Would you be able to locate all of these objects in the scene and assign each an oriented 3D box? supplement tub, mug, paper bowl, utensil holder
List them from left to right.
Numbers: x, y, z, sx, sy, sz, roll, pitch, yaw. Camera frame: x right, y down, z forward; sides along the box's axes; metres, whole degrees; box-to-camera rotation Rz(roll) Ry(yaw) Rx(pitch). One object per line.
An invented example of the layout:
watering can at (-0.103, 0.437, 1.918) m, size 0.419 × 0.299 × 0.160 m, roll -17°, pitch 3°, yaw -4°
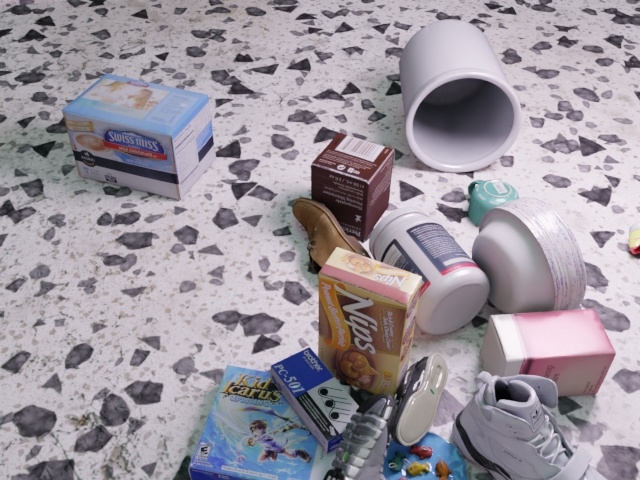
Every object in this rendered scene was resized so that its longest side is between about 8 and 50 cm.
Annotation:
supplement tub at (0.248, 0.067, 1.619) m, size 0.191 × 0.191 × 0.272 m, roll -17°, pitch 46°, yaw -18°
utensil holder at (0.404, -0.448, 2.086) m, size 0.327 × 0.328 × 0.386 m, roll 1°, pitch 41°, yaw 0°
mug at (0.460, -0.109, 1.882) m, size 0.157 × 0.097 × 0.129 m, roll 23°, pitch 47°, yaw 21°
paper bowl at (0.452, 0.055, 1.567) m, size 0.148 × 0.284 × 0.284 m, roll -19°, pitch 46°, yaw -15°

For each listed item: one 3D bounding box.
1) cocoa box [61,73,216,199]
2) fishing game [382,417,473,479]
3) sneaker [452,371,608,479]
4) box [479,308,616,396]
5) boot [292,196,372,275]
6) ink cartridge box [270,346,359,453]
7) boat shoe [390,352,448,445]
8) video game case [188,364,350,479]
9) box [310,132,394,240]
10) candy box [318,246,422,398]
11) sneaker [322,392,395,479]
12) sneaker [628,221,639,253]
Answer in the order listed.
cocoa box at (-0.509, -0.302, 1.979) m, size 0.346 × 0.228 × 0.231 m, roll 14°, pitch 44°, yaw 14°
fishing game at (0.194, 0.443, 1.323) m, size 0.189 × 0.041 × 0.264 m, roll -4°, pitch 43°, yaw -1°
sneaker at (0.414, 0.385, 1.262) m, size 0.365 × 0.210 × 0.137 m, roll 31°, pitch 51°, yaw 28°
box at (0.473, 0.242, 1.463) m, size 0.232 × 0.149 × 0.127 m, roll -4°, pitch 44°, yaw -4°
boot at (0.000, 0.000, 1.759) m, size 0.115 × 0.112 × 0.305 m, roll -32°, pitch 53°, yaw -17°
ink cartridge box at (-0.006, 0.311, 1.367) m, size 0.097 × 0.046 × 0.207 m, roll -22°, pitch 47°, yaw -26°
boat shoe at (0.191, 0.328, 1.415) m, size 0.079 × 0.084 × 0.233 m, roll -18°, pitch 23°, yaw 38°
video game case at (-0.093, 0.379, 1.372) m, size 0.269 × 0.061 × 0.244 m, roll 8°, pitch 42°, yaw 8°
box at (0.083, -0.144, 1.836) m, size 0.168 × 0.203 × 0.167 m, roll 19°, pitch 46°, yaw 19°
candy box at (0.092, 0.177, 1.405) m, size 0.182 × 0.317 × 0.088 m, roll 19°, pitch 46°, yaw 18°
sneaker at (0.098, 0.403, 1.269) m, size 0.229 × 0.132 × 0.086 m, roll -58°, pitch 26°, yaw -14°
sneaker at (0.890, 0.027, 1.766) m, size 0.208 × 0.082 × 0.094 m, roll 15°, pitch 51°, yaw 24°
